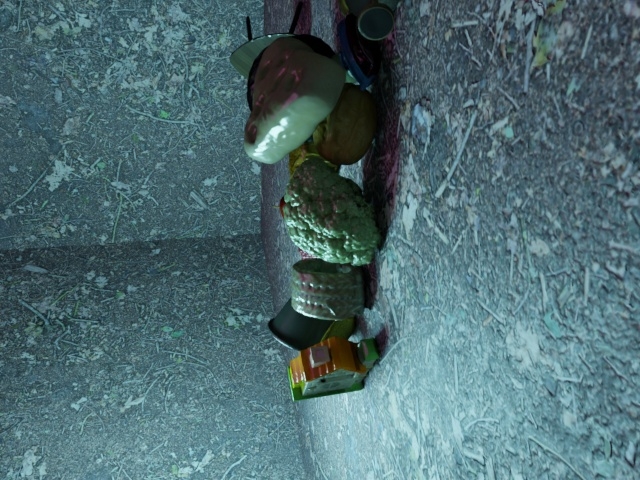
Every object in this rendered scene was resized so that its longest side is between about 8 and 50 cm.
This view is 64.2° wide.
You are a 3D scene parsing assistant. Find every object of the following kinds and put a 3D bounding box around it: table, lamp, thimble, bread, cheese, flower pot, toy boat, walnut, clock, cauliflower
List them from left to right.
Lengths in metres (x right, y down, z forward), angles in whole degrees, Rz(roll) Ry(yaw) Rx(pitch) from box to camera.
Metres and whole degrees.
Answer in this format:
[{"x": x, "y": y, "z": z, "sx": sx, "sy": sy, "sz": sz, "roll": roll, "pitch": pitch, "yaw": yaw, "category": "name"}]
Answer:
[{"x": -0.159, "y": -0.797, "z": 2.051, "sx": 0.317, "sy": 0.317, "sz": 0.249, "roll": 108, "pitch": 169, "yaw": -59, "category": "table"}, {"x": -0.050, "y": -0.385, "z": 1.225, "sx": 0.328, "sy": 0.129, "sz": 0.351, "roll": -16, "pitch": 57, "yaw": 55, "category": "cheese"}, {"x": -0.036, "y": 0.274, "z": 1.790, "sx": 0.269, "sy": 0.269, "sz": 0.166, "roll": -131, "pitch": 61, "yaw": -70, "category": "flower pot"}, {"x": -0.027, "y": -0.287, "z": 1.720, "sx": 0.253, "sy": 0.142, "sz": 0.228, "roll": 165, "pitch": 109, "yaw": -79, "category": "bread"}, {"x": 0.019, "y": 0.134, "z": 1.481, "sx": 0.229, "sy": 0.196, "sz": 0.148, "roll": 20, "pitch": 115, "yaw": 62, "category": "thimble"}, {"x": 0.033, "y": 0.353, "z": 1.451, "sx": 0.255, "sy": 0.219, "sz": 0.106, "roll": 106, "pitch": 155, "yaw": -55, "category": "clock"}, {"x": 0.050, "y": 0.306, "z": 1.575, "sx": 0.065, "sy": 0.187, "sz": 0.149, "roll": 33, "pitch": 137, "yaw": 15, "category": "bread"}, {"x": 0.049, "y": -0.074, "z": 1.328, "sx": 0.250, "sy": 0.272, "sz": 0.275, "roll": -51, "pitch": -23, "yaw": -45, "category": "cauliflower"}, {"x": 0.060, "y": -0.285, "z": 1.266, "sx": 0.159, "sy": 0.159, "sz": 0.207, "roll": -119, "pitch": 36, "yaw": -63, "category": "walnut"}, {"x": 0.083, "y": -0.441, "z": 1.326, "sx": 0.163, "sy": 0.091, "sz": 0.091, "roll": 36, "pitch": 130, "yaw": 54, "category": "lamp"}, {"x": 0.086, "y": -0.446, "z": 1.219, "sx": 0.097, "sy": 0.100, "sz": 0.223, "roll": -46, "pitch": 44, "yaw": 47, "category": "toy boat"}, {"x": 0.109, "y": -0.503, "z": 1.057, "sx": 0.121, "sy": 0.121, "sz": 0.215, "roll": 103, "pitch": 170, "yaw": -53, "category": "lamp"}]

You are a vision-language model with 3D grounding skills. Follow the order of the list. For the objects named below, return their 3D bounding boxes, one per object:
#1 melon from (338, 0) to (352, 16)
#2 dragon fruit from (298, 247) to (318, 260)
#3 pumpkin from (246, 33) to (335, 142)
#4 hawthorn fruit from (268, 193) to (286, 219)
[{"x": 0.086, "y": -0.666, "z": 1.265, "sx": 0.118, "sy": 0.064, "sz": 0.210, "roll": -118, "pitch": 29, "yaw": -64, "category": "melon"}, {"x": 0.010, "y": -0.005, "z": 1.724, "sx": 0.161, "sy": 0.126, "sz": 0.274, "roll": -21, "pitch": 93, "yaw": 43, "category": "dragon fruit"}, {"x": -0.065, "y": -0.435, "z": 1.513, "sx": 0.238, "sy": 0.315, "sz": 0.315, "roll": 60, "pitch": -157, "yaw": -79, "category": "pumpkin"}, {"x": -0.097, "y": -0.125, "z": 1.925, "sx": 0.162, "sy": 0.203, "sz": 0.163, "roll": 175, "pitch": 90, "yaw": -87, "category": "hawthorn fruit"}]
